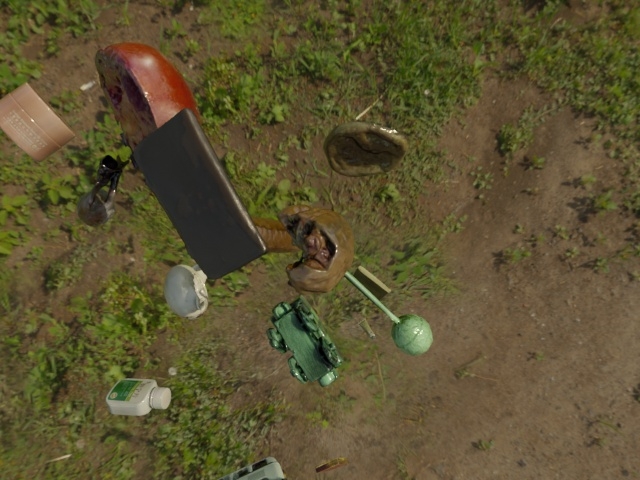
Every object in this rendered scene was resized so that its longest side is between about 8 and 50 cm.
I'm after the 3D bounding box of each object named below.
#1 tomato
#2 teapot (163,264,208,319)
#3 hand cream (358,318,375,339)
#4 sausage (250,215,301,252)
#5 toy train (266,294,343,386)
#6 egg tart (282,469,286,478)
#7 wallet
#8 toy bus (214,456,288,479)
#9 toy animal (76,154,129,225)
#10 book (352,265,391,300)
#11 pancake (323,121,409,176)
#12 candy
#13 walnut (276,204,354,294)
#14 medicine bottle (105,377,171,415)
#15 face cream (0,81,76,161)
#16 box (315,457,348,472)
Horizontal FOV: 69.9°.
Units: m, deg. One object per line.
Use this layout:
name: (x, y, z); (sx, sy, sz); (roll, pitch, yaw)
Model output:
tomato: (-0.366, -0.296, 1.077); (0.176, 0.289, 0.335); (-29, 115, -27)
teapot: (-0.484, 0.174, 1.708); (0.165, 0.300, 0.208); (-27, 120, 18)
hand cream: (0.186, 0.349, 1.799); (0.035, 0.022, 0.102); (-37, 40, 0)
sausage: (-0.196, -0.020, 1.640); (0.136, 0.500, 0.123); (41, 113, 39)
toy train: (-0.052, 0.326, 1.489); (0.166, 0.238, 0.299); (-33, 89, 3)
egg tart: (-0.179, 0.827, 1.575); (0.128, 0.129, 0.049); (-22, 105, -3)
wallet: (-0.231, -0.079, 0.884); (0.165, 0.042, 0.310); (-28, 94, 27)
toy bus: (-0.128, 0.365, 0.604); (0.193, 0.089, 0.087); (-20, 108, -13)
toy animal: (-0.591, -0.100, 1.223); (0.090, 0.324, 0.195); (30, 56, -23)
book: (0.201, 0.180, 1.881); (0.160, 0.228, 0.024); (39, 75, 8)
pancake: (0.152, -0.299, 1.547); (0.294, 0.294, 0.050); (-2, 63, 1)
candy: (0.164, 0.181, 1.335); (0.440, 0.119, 0.119); (43, 82, -15)
walnut: (0.009, 0.005, 1.119); (0.204, 0.141, 0.238); (8, 60, -39)
medicine bottle: (-0.575, 0.498, 1.457); (0.183, 0.119, 0.069); (1, 114, 10)
face cream: (-0.653, -0.267, 1.043); (0.104, 0.149, 0.149); (-42, 82, -11)
box: (0.043, 0.808, 1.648); (0.090, 0.133, 0.023); (-27, 61, 6)
